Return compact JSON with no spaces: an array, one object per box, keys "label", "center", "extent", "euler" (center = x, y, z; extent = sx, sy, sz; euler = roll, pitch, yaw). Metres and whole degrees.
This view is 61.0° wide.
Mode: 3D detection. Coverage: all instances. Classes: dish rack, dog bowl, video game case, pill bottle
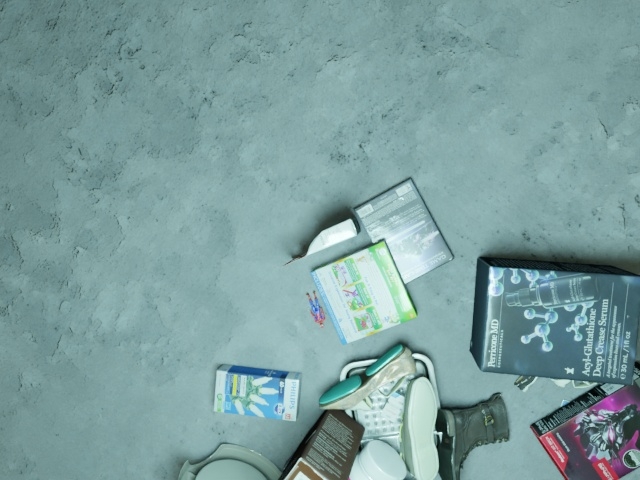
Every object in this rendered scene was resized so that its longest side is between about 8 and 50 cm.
[{"label":"dish rack","center":[0.221,0.512,1.658],"extent":[0.285,0.072,0.333],"euler":[-10,93,8]},{"label":"dog bowl","center":[-0.263,0.772,1.611],"extent":[0.349,0.349,0.102],"euler":[25,110,4]},{"label":"video game case","center":[0.251,-0.020,1.637],"extent":[0.196,0.026,0.274],"euler":[-29,92,8]},{"label":"pill bottle","center":[0.112,0.723,1.565],"extent":[0.160,0.160,0.283],"euler":[35,107,3]}]

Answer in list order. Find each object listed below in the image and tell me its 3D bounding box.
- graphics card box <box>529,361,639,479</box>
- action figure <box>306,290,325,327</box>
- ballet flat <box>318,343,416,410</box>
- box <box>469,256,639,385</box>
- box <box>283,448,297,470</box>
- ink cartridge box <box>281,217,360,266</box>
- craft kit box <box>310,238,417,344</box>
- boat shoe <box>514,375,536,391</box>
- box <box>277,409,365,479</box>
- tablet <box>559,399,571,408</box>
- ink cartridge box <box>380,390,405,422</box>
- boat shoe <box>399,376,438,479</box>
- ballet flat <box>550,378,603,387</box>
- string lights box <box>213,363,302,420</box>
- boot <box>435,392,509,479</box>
[{"label":"graphics card box","center":[0.837,0.551,1.573],"extent":[0.371,0.094,0.233],"euler":[-34,91,6]},{"label":"action figure","center":[-0.013,0.218,1.686],"extent":[0.038,0.030,0.115],"euler":[-20,94,3]},{"label":"ballet flat","center":[0.144,0.429,1.579],"extent":[0.316,0.107,0.106],"euler":[-35,96,9]},{"label":"box","center":[0.640,0.213,1.515],"extent":[0.395,0.212,0.293],"euler":[3,95,7]},{"label":"box","center":[0.028,0.717,1.704],"extent":[0.231,0.056,0.183],"euler":[40,97,3]},{"label":"ink cartridge box","center":[0.000,0.000,1.586],"extent":[0.232,0.189,0.066],"euler":[-18,91,9]},{"label":"craft kit box","center":[0.131,0.157,1.638],"extent":[0.247,0.061,0.250],"euler":[-23,92,17]},{"label":"boat shoe","center":[0.608,0.399,1.593],"extent":[0.038,0.046,0.125],"euler":[28,142,15]},{"label":"box","center":[-0.007,0.612,1.474],"extent":[0.143,0.381,0.191],"euler":[37,100,10]},{"label":"tablet","center":[0.740,0.523,1.629],"extent":[0.054,0.006,0.083],"euler":[18,97,5]},{"label":"ink cartridge box","center":[0.217,0.489,1.608],"extent":[0.048,0.028,0.083],"euler":[28,96,5]},{"label":"boat shoe","center":[0.274,0.538,1.566],"extent":[0.109,0.091,0.305],"euler":[-7,95,-32]},{"label":"ballet flat","center":[0.731,0.397,1.591],"extent":[0.203,0.074,0.074],"euler":[2,95,4]},{"label":"string lights box","center":[-0.194,0.475,1.701],"extent":[0.260,0.077,0.133],"euler":[5,94,6]},{"label":"boot","center":[0.459,0.593,1.594],"extent":[0.229,0.091,0.263],"euler":[-1,90,-20]}]
